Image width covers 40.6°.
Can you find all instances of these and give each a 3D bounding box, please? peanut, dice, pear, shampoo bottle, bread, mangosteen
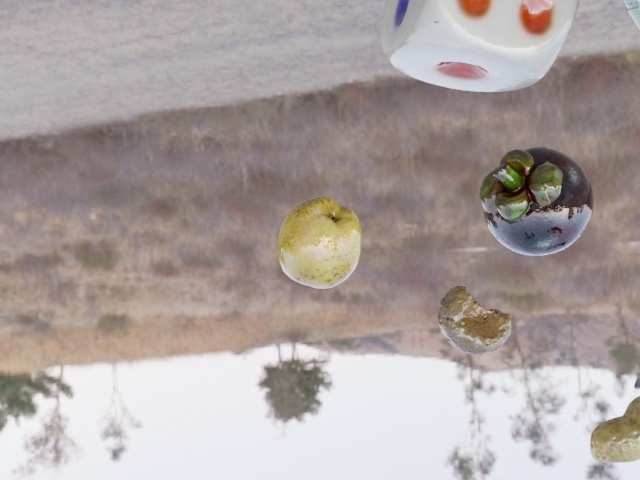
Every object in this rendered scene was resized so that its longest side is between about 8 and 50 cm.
[{"bbox_3d":[0.901,0.531,2.447,0.305,0.147,0.147,-38,-178,2],"label":"peanut"},{"bbox_3d":[0.284,-0.450,1.568,0.276,0.304,0.304,13,178,-10],"label":"dice"},{"bbox_3d":[0.000,0.000,1.659,0.178,0.178,0.178,-3,-177,0],"label":"pear"},{"bbox_3d":[0.645,-0.399,1.666,0.049,0.212,0.072,-23,-158,36],"label":"shampoo bottle"},{"bbox_3d":[0.213,0.121,1.235,0.113,0.082,0.060,34,157,-18],"label":"bread"},{"bbox_3d":[0.557,-0.117,2.262,0.300,0.300,0.300,-3,-177,0],"label":"mangosteen"}]

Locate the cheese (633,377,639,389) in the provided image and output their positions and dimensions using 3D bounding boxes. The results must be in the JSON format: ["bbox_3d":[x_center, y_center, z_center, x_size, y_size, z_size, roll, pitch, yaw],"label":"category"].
[{"bbox_3d":[0.801,0.332,2.007,0.037,0.097,0.192,34,159,-13],"label":"cheese"}]
